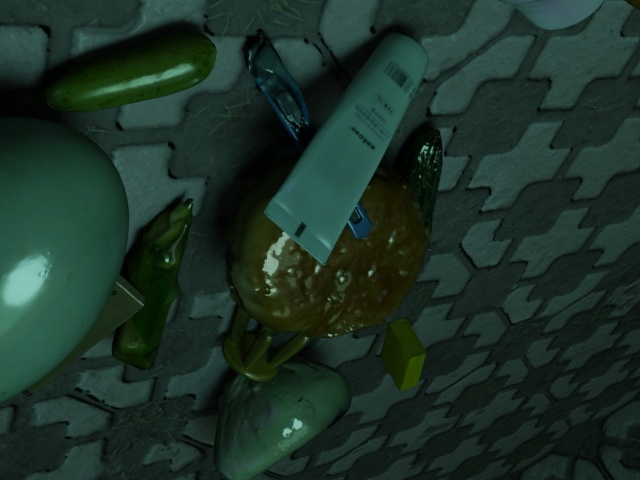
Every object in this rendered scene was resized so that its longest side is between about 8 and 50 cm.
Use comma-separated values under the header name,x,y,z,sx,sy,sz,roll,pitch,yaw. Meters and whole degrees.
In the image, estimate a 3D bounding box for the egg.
name,x,y,z,sx,sy,sz,roll,pitch,yaw
egg,-0.375,0.031,0.905,0.389,0.276,0.276,-40,144,13

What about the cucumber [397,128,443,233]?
name,x,y,z,sx,sy,sz,roll,pitch,yaw
cucumber,0.151,-0.074,1.346,0.077,0.077,0.265,-20,142,-15

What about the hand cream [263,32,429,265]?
name,x,y,z,sx,sy,sz,roll,pitch,yaw
hand cream,0.046,-0.131,1.055,0.109,0.067,0.320,42,66,-30

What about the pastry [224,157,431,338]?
name,x,y,z,sx,sy,sz,roll,pitch,yaw
pastry,0.000,0.000,1.219,0.316,0.184,0.284,3,113,-34

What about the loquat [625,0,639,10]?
name,x,y,z,sx,sy,sz,roll,pitch,yaw
loquat,0.458,-0.390,1.036,0.235,0.235,0.235,-20,144,-15

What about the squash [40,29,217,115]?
name,x,y,z,sx,sy,sz,roll,pitch,yaw
squash,-0.212,-0.184,0.941,0.201,0.066,0.066,-21,144,-12

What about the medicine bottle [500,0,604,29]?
name,x,y,z,sx,sy,sz,roll,pitch,yaw
medicine bottle,0.224,-0.356,0.949,0.152,0.152,0.254,-44,136,19

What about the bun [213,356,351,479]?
name,x,y,z,sx,sy,sz,roll,pitch,yaw
bun,-0.091,0.306,1.551,0.293,0.187,0.293,-33,169,-7

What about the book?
name,x,y,z,sx,sy,sz,roll,pitch,yaw
book,-0.381,0.104,1.156,0.231,0.026,0.161,-38,119,11

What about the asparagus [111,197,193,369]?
name,x,y,z,sx,sy,sz,roll,pitch,yaw
asparagus,-0.249,0.075,1.227,0.085,0.082,0.343,-3,136,-28

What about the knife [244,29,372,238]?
name,x,y,z,sx,sy,sz,roll,pitch,yaw
knife,-0.011,-0.125,1.053,0.044,0.026,0.296,-40,110,-18

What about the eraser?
name,x,y,z,sx,sy,sz,roll,pitch,yaw
eraser,0.169,0.235,1.719,0.045,0.097,0.122,-14,142,-18

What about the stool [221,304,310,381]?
name,x,y,z,sx,sy,sz,roll,pitch,yaw
stool,-0.096,0.166,1.426,0.110,0.134,0.135,-57,-178,27
